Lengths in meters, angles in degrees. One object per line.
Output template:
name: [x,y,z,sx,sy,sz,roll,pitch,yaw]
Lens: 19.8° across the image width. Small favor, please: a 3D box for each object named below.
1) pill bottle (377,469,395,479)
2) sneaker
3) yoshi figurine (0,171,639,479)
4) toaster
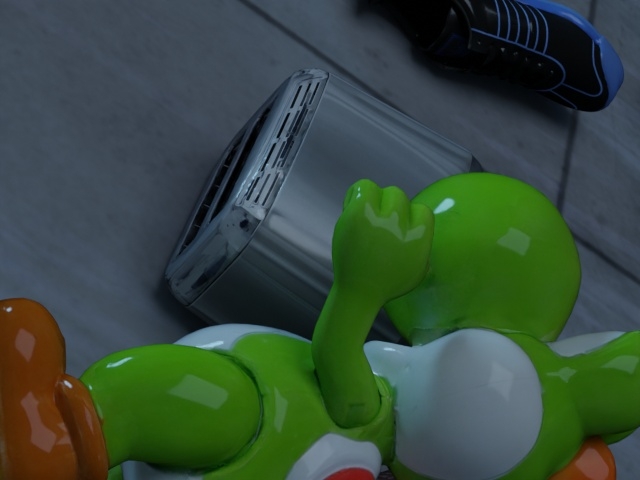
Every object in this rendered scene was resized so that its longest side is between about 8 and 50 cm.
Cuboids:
pill bottle: [0.061,0.189,1.062,0.216,0.121,0.121,-9,66,-45]
sneaker: [0.134,-0.157,1.437,0.232,0.081,0.090,33,53,-14]
yoshi figurine: [-0.002,0.057,0.970,0.362,0.203,0.203,-7,18,-14]
toaster: [0.000,0.000,1.154,0.146,0.129,0.227,33,47,-12]
